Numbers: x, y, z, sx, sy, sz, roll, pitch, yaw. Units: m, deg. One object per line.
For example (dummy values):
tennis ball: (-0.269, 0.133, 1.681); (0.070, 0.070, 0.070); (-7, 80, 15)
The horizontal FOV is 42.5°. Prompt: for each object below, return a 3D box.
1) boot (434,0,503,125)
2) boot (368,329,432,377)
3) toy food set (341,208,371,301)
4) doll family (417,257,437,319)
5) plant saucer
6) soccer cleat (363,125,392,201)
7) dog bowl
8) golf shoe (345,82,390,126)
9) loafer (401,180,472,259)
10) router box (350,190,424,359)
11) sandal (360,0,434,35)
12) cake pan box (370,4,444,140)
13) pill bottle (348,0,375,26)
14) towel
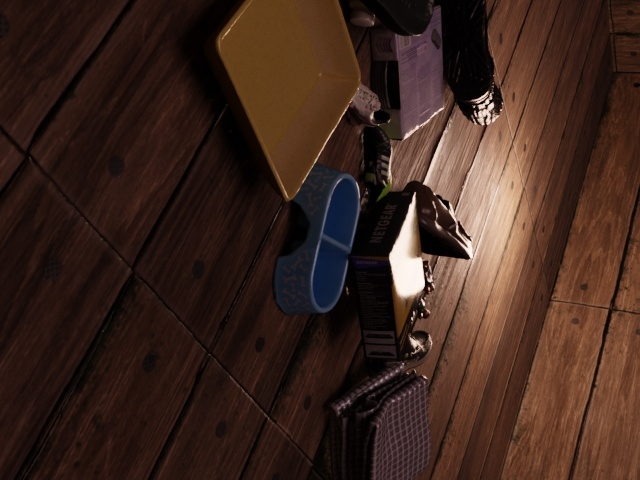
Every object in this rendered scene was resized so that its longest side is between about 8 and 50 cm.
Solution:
boot: (0.363, -0.470, 2.028); (0.260, 0.131, 0.347); (8, 77, -71)
boot: (0.195, 0.212, 1.939); (0.236, 0.085, 0.178); (-25, 120, -49)
toy food set: (0.093, 0.030, 1.763); (0.192, 0.039, 0.132); (-57, 143, -38)
doll family: (0.247, 0.113, 2.034); (0.193, 0.076, 0.111); (-64, 142, -35)
plant saucer: (-0.065, -0.291, 1.348); (0.332, 0.081, 0.332); (-61, 145, -32)
soccer cleat: (0.117, -0.162, 1.739); (0.072, 0.060, 0.178); (-51, 142, -41)
dog bowl: (0.000, 0.000, 1.550); (0.166, 0.074, 0.297); (28, 72, -60)
golf shoe: (0.075, -0.282, 1.603); (0.186, 0.086, 0.067); (36, 67, -57)
loafer: (0.293, -0.046, 2.009); (0.366, 0.134, 0.130); (34, 68, -59)
router box: (0.149, 0.066, 1.742); (0.309, 0.081, 0.242); (-60, 146, -57)
sandal: (0.089, -0.512, 1.467); (0.446, 0.107, 0.167); (18, 83, -46)
cake pan box: (0.198, -0.374, 1.823); (0.267, 0.070, 0.245); (-42, 130, -50)
pill bottle: (0.089, -0.480, 1.597); (0.065, 0.065, 0.116); (13, 86, -62)
towel: (0.141, 0.438, 1.812); (0.235, 0.121, 0.283); (-24, 122, -41)
